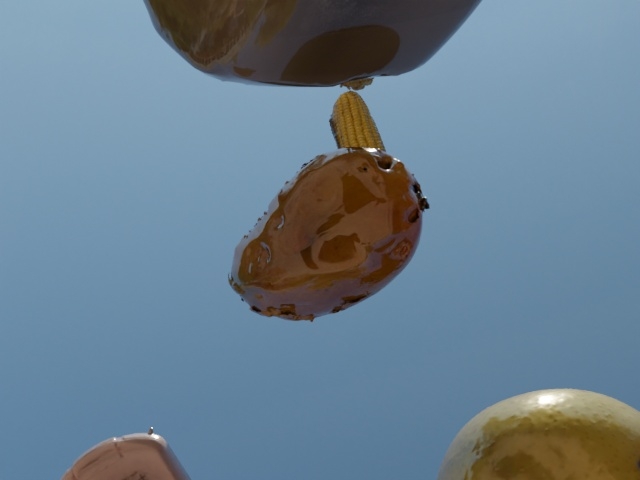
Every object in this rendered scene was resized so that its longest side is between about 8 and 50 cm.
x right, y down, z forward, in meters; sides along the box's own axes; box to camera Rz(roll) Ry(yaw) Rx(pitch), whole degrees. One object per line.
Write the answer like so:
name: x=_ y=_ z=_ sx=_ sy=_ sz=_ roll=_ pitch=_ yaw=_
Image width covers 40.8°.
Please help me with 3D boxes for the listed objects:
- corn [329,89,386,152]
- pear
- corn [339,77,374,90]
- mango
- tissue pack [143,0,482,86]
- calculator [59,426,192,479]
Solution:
corn: x=0.063 y=-0.132 z=1.287 sx=0.072 sy=0.072 sz=0.203 roll=-26 pitch=-114 yaw=20
pear: x=0.302 y=0.349 z=1.046 sx=0.348 sy=0.348 sz=0.348 roll=-9 pitch=-109 yaw=27
corn: x=0.070 y=-0.389 z=1.367 sx=0.115 sy=0.115 sz=0.317 roll=37 pitch=-41 yaw=32
mango: x=0.000 y=0.000 z=0.920 sx=0.249 sy=0.151 sz=0.156 roll=-32 pitch=-98 yaw=34
tissue pack: x=-0.036 y=-0.311 z=0.577 sx=0.387 sy=0.267 sz=0.277 roll=55 pitch=-38 yaw=26
calculator: x=-0.134 y=0.233 z=0.680 sx=0.100 sy=0.032 sz=0.175 roll=-31 pitch=-76 yaw=-6
